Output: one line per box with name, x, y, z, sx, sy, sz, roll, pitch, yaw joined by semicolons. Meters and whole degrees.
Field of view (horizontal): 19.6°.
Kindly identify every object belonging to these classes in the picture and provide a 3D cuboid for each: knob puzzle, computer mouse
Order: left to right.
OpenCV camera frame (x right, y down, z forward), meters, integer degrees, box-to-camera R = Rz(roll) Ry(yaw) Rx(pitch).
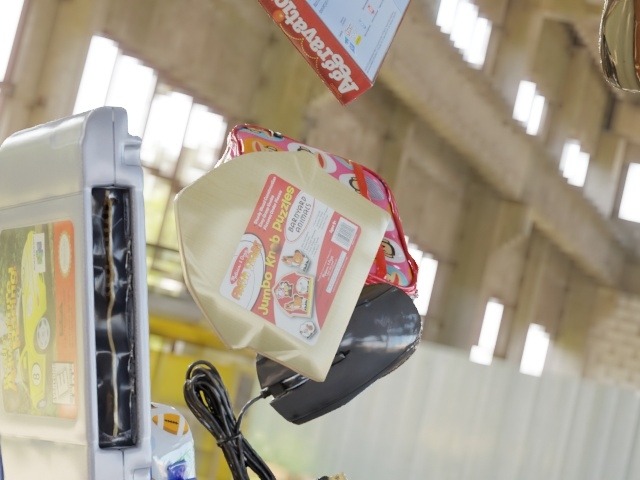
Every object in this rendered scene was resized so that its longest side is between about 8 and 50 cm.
knob puzzle;-0.049;0.008;1.625;0.213;0.213;0.030;17;-14;-27
computer mouse;0.008;0.163;1.876;0.262;0.184;0.060;-24;1;-15

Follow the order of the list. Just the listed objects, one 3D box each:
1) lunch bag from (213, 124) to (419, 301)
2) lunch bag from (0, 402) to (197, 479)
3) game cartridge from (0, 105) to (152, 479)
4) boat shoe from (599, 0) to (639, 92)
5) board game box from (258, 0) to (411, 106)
lunch bag;0.000;0.000;2.140;0.258;0.120;0.293;21;26;-19
lunch bag;-0.234;0.309;1.999;0.243;0.303;0.115;6;14;39
game cartridge;-0.186;0.058;1.354;0.060;0.294;0.196;-1;-3;-26
boat shoe;0.302;-0.249;1.531;0.120;0.122;0.324;19;-34;27
board game box;0.002;-0.194;1.205;0.145;0.027;0.281;51;23;-12
